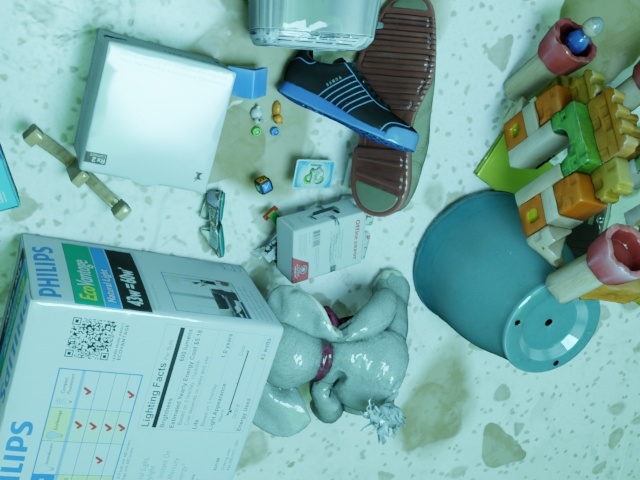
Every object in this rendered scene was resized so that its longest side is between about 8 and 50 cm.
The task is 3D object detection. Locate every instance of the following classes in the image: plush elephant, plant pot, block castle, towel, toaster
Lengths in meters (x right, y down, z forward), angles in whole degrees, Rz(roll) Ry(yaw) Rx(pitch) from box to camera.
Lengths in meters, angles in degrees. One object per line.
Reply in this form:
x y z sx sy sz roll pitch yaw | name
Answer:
-0.002 0.180 1.370 0.255 0.330 0.272 25 109 -12 | plush elephant
0.338 0.088 1.458 0.271 0.255 0.272 -10 120 -17 | plant pot
0.488 -0.124 1.331 0.303 0.453 0.213 7 153 -25 | block castle
0.387 -0.108 1.545 0.237 0.021 0.102 30 95 -31 | towel
-0.016 -0.345 1.179 0.227 0.129 0.146 0 100 -19 | toaster

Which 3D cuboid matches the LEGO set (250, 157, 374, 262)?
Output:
-0.014 -0.054 1.383 0.244 0.060 0.182 -2 113 -36 | LEGO set

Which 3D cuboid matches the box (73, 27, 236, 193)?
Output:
-0.235 -0.180 1.171 0.181 0.119 0.182 10 108 -25 | box

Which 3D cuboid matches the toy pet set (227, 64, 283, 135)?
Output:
-0.104 -0.203 1.254 0.122 0.065 0.114 -3 114 -23 | toy pet set

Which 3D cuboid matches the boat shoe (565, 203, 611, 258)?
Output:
0.530 -0.033 1.617 0.072 0.068 0.190 -16 128 -48 | boat shoe

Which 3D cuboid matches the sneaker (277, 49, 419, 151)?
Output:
0.052 -0.214 1.255 0.232 0.081 0.090 27 92 8 | sneaker

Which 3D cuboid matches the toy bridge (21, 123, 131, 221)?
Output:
-0.345 -0.097 1.194 0.026 0.063 0.188 -45 124 0 | toy bridge

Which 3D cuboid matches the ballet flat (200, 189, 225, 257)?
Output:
-0.170 -0.027 1.325 0.041 0.041 0.114 -7 114 -21 | ballet flat

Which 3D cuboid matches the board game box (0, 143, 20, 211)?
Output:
-0.592 -0.119 1.065 0.336 0.079 0.254 -18 119 -16 | board game box

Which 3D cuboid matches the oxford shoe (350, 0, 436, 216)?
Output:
0.124 -0.214 1.344 0.130 0.123 0.348 -12 115 -67 | oxford shoe

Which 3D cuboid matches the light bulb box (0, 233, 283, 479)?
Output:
-0.297 0.213 1.259 0.361 0.225 0.358 11 108 -27 | light bulb box

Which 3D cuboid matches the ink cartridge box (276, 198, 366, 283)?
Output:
0.000 0.000 1.349 0.135 0.056 0.099 -16 126 -28 | ink cartridge box
